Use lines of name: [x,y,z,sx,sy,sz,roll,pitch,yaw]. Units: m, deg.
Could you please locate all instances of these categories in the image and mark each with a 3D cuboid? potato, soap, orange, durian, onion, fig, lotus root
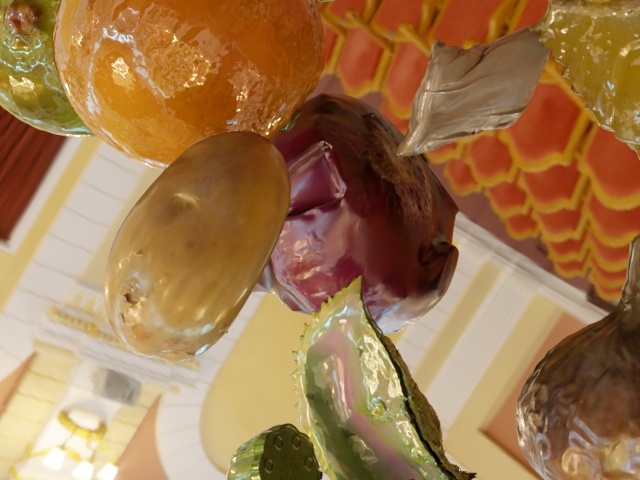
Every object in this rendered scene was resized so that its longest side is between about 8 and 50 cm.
potato: [-0.113,0.000,0.743,0.150,0.233,0.146,19,170,31]
soap: [0.423,-0.175,1.078,0.169,0.304,0.339,-9,-158,-31]
orange: [-0.143,-0.226,0.911,0.312,0.312,0.312,31,-177,-2]
durian: [0.077,0.229,0.974,0.351,0.158,0.169,61,158,7]
onion: [0.000,0.000,1.287,0.398,0.420,0.398,41,-154,-24]
fig: [0.417,0.170,1.048,0.286,0.368,0.286,10,-171,-2]
fig: [-0.322,-0.272,1.163,0.258,0.258,0.326,33,-166,27]
lotus root: [-0.116,0.456,1.550,0.186,0.186,0.186,31,-177,-2]

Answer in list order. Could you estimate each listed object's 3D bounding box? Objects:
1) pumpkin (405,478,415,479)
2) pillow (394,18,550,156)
pumpkin: [-0.002,0.361,0.895,0.149,0.254,0.130,26,172,11]
pillow: [0.223,-0.219,1.131,0.270,0.173,0.067,-19,-135,-35]
